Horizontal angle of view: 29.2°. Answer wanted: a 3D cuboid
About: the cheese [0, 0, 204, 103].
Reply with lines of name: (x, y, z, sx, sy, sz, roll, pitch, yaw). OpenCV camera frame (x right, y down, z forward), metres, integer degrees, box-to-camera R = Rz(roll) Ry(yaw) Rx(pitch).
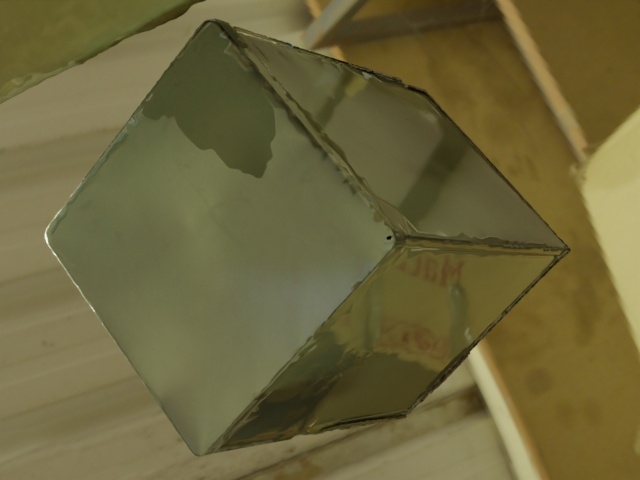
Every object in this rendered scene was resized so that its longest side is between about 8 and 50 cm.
cheese: (-0.072, -0.163, 0.638, 0.400, 0.034, 0.085, -28, -60, 2)

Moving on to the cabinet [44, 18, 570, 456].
cabinet: (0.000, 0.000, 0.643, 0.150, 0.145, 0.206, 50, -158, 23)
